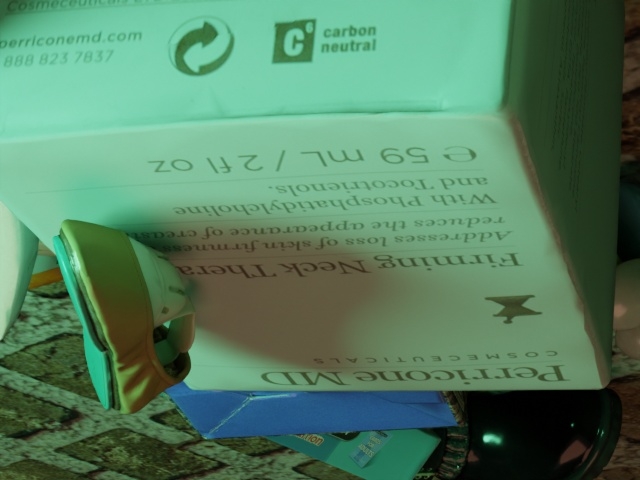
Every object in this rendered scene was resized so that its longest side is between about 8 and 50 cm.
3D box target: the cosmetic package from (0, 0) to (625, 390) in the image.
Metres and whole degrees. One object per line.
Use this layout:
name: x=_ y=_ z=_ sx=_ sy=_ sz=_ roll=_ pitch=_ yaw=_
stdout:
cosmetic package: x=0.014 y=-0.118 z=1.092 sx=0.329 sy=0.327 sz=0.394 roll=-2 pitch=154 yaw=17

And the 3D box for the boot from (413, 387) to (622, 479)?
boot: x=0.166 y=0.227 z=2.002 sx=0.260 sy=0.131 sz=0.348 roll=21 pitch=151 yaw=-28

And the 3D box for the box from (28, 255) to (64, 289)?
box: x=-0.274 y=0.003 z=1.693 sx=0.136 sy=0.081 sz=0.028 roll=-17 pitch=145 yaw=39

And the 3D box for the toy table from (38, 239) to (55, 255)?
toy table: x=-0.333 y=-0.068 z=1.470 sx=0.274 sy=0.161 sz=0.252 roll=-1 pitch=154 yaw=13

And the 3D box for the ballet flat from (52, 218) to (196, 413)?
ballet flat: x=-0.115 y=0.039 z=1.009 sx=0.073 sy=0.080 sz=0.232 roll=-19 pitch=160 yaw=-10

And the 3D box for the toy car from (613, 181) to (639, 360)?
toy car: x=0.292 y=0.011 z=1.537 sx=0.136 sy=0.159 sz=0.182 roll=-39 pitch=140 yaw=9

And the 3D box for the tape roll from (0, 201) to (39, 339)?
tape roll: x=-0.414 y=-0.033 z=1.302 sx=0.392 sy=0.072 sz=0.392 roll=3 pitch=119 yaw=5

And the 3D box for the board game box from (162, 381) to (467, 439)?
board game box: x=0.000 y=0.000 z=1.363 sx=0.232 sy=0.291 sz=0.141 roll=-4 pitch=148 yaw=17

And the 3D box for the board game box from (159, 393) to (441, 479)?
board game box: x=-0.065 y=0.114 z=1.706 sx=0.336 sy=0.254 sz=0.079 roll=27 pitch=103 yaw=-38
